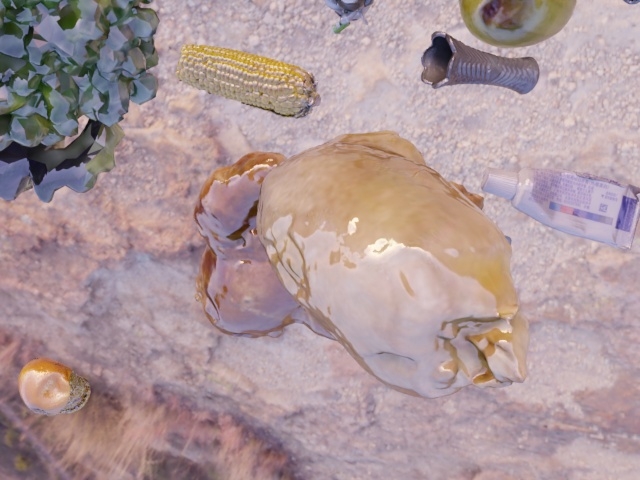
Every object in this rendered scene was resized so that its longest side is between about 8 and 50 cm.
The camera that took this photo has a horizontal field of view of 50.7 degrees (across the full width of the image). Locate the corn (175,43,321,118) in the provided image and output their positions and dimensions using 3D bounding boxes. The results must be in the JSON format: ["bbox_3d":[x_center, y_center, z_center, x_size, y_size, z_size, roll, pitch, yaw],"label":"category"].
[{"bbox_3d":[-0.150,-0.338,1.408,0.318,0.115,0.115,17,139,5],"label":"corn"}]

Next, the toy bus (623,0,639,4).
[{"bbox_3d":[0.643,-0.582,1.323,0.275,0.138,0.167,47,152,5],"label":"toy bus"}]

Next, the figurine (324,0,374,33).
[{"bbox_3d":[0.074,-0.598,1.667,0.126,0.192,0.147,-12,100,11],"label":"figurine"}]

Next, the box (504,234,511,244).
[{"bbox_3d":[0.231,0.011,0.997,0.099,0.074,0.054,10,-175,-22],"label":"box"}]

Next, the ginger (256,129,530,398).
[{"bbox_3d":[0.039,0.003,0.458,0.152,0.267,0.138,-11,129,-10],"label":"ginger"}]

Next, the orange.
[{"bbox_3d":[-0.325,0.179,0.813,0.086,0.062,0.086,23,153,13],"label":"orange"}]

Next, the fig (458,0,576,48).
[{"bbox_3d":[0.446,-0.537,1.496,0.271,0.239,0.239,15,147,-31],"label":"fig"}]

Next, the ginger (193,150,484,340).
[{"bbox_3d":[0.011,0.002,0.808,0.358,0.152,0.274,0,126,4],"label":"ginger"}]

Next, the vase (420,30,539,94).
[{"bbox_3d":[0.328,-0.346,1.360,0.238,0.115,0.115,2,147,-26],"label":"vase"}]

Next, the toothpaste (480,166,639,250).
[{"bbox_3d":[0.413,-0.072,1.156,0.283,0.068,0.099,15,120,-4],"label":"toothpaste"}]

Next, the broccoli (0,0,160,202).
[{"bbox_3d":[-0.259,-0.148,0.378,0.334,0.272,0.324,-26,101,35],"label":"broccoli"}]
